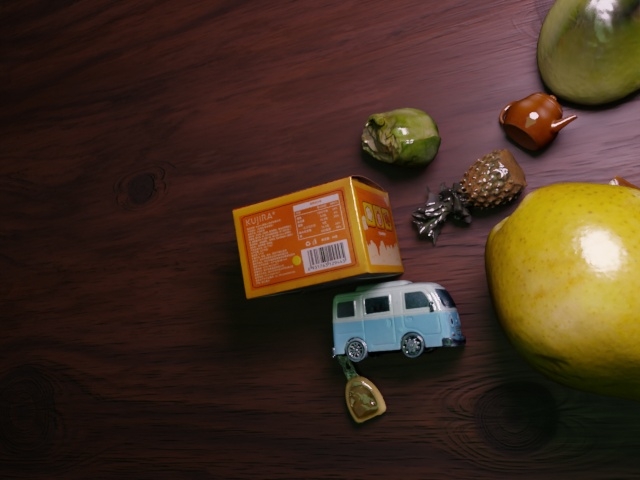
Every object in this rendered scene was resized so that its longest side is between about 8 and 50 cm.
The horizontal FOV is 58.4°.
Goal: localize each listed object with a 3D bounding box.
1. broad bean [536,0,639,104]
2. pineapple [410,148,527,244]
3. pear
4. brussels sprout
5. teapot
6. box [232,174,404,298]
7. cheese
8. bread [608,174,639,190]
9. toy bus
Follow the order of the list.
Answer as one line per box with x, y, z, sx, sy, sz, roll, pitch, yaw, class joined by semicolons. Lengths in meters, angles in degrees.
0.551;-0.395;1.090;0.238;0.119;0.291;52;127;6;broad bean
0.305;-0.094;1.223;0.251;0.125;0.125;-34;75;29;pineapple
0.485;0.089;1.000;0.418;0.362;0.362;43;104;17;pear
0.182;-0.222;1.257;0.183;0.145;0.131;-144;44;-61;brussels sprout
0.437;-0.252;1.166;0.173;0.116;0.116;39;105;53;teapot
0.000;0.000;1.259;0.284;0.259;0.213;-13;83;22;box
0.085;0.334;1.327;0.086;0.036;0.162;-29;77;18;cheese
0.601;-0.089;1.122;0.083;0.036;0.047;36;94;22;bread
0.165;0.171;1.249;0.271;0.133;0.164;-10;80;25;toy bus
